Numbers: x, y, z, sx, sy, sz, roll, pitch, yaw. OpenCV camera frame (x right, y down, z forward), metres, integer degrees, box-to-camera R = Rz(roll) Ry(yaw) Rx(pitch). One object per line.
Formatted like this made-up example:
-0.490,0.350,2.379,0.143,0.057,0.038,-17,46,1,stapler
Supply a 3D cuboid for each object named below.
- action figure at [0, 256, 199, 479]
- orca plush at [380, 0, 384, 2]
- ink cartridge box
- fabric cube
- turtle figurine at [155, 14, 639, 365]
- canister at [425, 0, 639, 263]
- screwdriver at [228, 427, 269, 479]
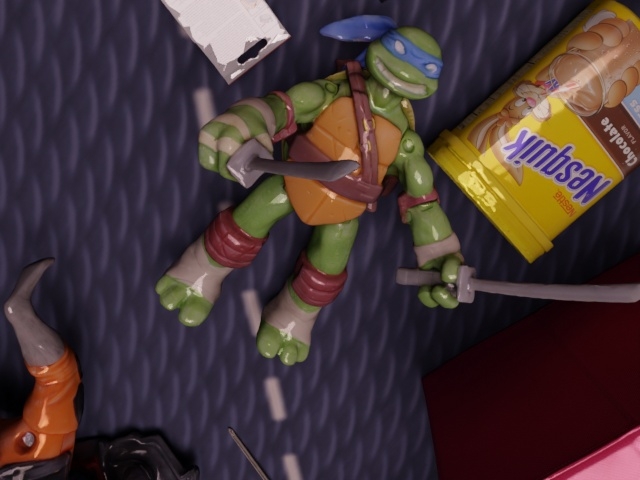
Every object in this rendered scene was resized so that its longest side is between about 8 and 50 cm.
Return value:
-0.293,0.213,0.562,0.341,0.178,0.330,-19,101,1,action figure
0.168,-0.243,0.455,0.287,0.102,0.151,-6,111,-1,orca plush
-0.080,-0.180,0.502,0.063,0.029,0.115,-35,110,9,ink cartridge box
0.252,0.185,0.509,0.259,0.258,0.254,-32,93,8,fabric cube
0.000,0.000,0.466,0.198,0.275,0.266,0,140,-42,turtle figurine
0.186,-0.083,0.533,0.170,0.073,0.126,-43,108,10,canister
-0.043,0.246,0.673,0.024,0.025,0.170,-30,101,8,screwdriver
